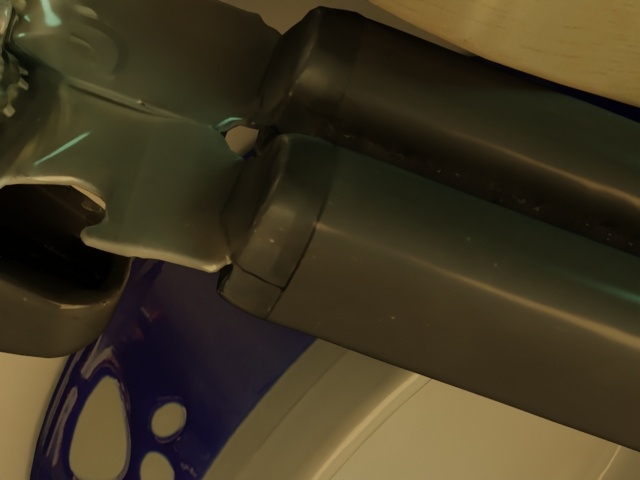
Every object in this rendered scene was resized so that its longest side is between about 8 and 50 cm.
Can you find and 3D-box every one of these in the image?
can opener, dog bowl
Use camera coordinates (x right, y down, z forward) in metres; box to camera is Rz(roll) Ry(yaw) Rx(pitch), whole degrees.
[{"bbox_3d":[0.000,0.000,0.406,0.283,0.076,0.095,20,141,-8],"label":"can opener"},{"bbox_3d":[0.047,0.080,0.559,0.265,0.104,0.265,-20,131,-25],"label":"dog bowl"}]

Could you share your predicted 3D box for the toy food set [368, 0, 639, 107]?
[{"bbox_3d":[0.135,-0.140,0.455,0.306,0.092,0.220,8,115,-48],"label":"toy food set"}]
